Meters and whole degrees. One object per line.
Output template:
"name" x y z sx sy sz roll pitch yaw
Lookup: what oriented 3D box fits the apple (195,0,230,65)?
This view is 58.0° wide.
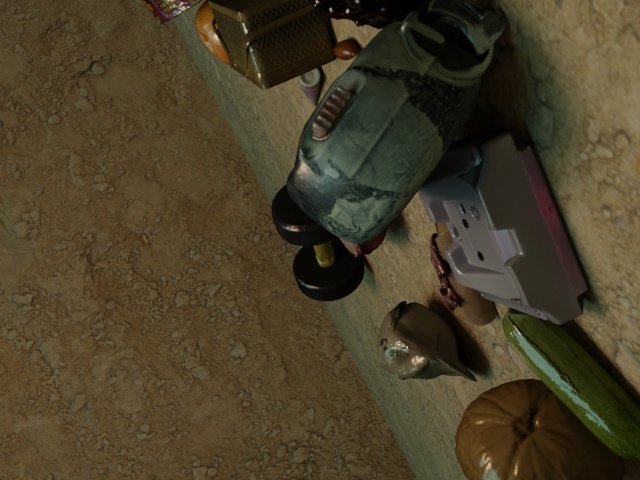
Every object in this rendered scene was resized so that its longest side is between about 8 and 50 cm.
"apple" -0.182 -0.476 1.283 0.199 0.199 0.199 59 170 18

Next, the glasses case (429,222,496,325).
"glasses case" 0.218 0.050 0.973 0.193 0.070 0.102 67 171 -23

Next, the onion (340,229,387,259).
"onion" 0.057 -0.105 1.226 0.283 0.120 0.227 60 172 -7

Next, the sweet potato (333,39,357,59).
"sweet potato" 0.040 -0.325 0.985 0.034 0.034 0.095 67 168 -25

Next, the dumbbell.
"dumbbell" 0.000 0.000 1.569 0.203 0.204 0.322 53 167 42

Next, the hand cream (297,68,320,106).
"hand cream" -0.027 -0.343 1.269 0.076 0.047 0.174 62 179 -3

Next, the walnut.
"walnut" 0.306 0.306 0.822 0.227 0.228 0.228 59 170 18

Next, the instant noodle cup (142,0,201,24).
"instant noodle cup" -0.305 -0.622 1.177 0.265 0.340 0.340 58 173 -27

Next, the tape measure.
"tape measure" 0.072 -0.134 0.686 0.147 0.275 0.256 36 174 1

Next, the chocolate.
"chocolate" 0.048 -0.311 0.701 0.156 0.133 0.156 62 170 19

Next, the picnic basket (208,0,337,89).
"picnic basket" -0.098 -0.403 1.095 0.266 0.165 0.139 48 161 54

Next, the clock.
"clock" 0.223 -0.013 0.744 0.253 0.083 0.186 64 171 -10

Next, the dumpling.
"dumpling" 0.222 0.210 1.218 0.293 0.205 0.163 40 -130 -74

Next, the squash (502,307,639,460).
"squash" 0.324 0.173 0.739 0.239 0.069 0.069 50 165 27
